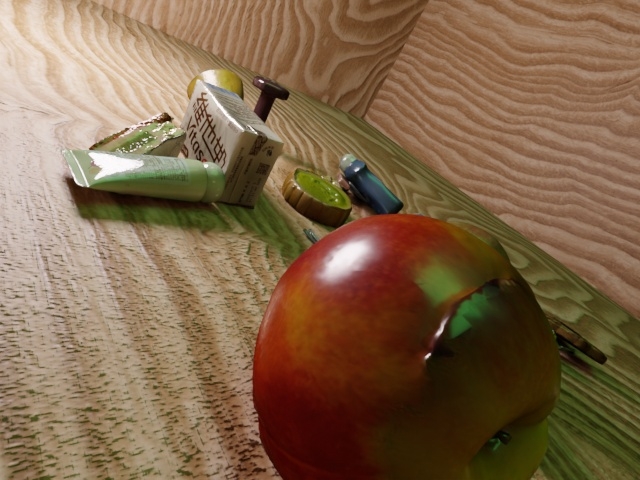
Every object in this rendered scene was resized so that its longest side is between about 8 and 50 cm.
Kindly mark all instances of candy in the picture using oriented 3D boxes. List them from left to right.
[{"bbox_3d":[0.175,-0.204,1.642,0.138,0.071,0.174,35,22,-3],"label":"candy"},{"bbox_3d":[0.695,0.307,1.243,0.262,0.073,0.077,22,1,-34],"label":"candy"}]

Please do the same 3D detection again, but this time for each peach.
[{"bbox_3d":[0.075,0.142,0.502,0.370,0.370,0.370,25,23,-12],"label":"peach"}]

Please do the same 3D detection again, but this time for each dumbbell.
[{"bbox_3d":[-0.213,-0.466,1.517,0.140,0.225,0.124,19,22,-19],"label":"dumbbell"}]

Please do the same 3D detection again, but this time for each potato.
[{"bbox_3d":[-0.362,-0.496,1.502,0.203,0.178,0.158,-1,58,-32],"label":"potato"}]

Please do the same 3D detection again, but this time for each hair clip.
[{"bbox_3d":[0.001,0.000,1.061,0.030,0.039,0.115,9,28,-51],"label":"hair clip"}]

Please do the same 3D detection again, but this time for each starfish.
[{"bbox_3d":[0.038,-0.210,1.541,0.216,0.050,0.223,12,33,-54],"label":"starfish"}]

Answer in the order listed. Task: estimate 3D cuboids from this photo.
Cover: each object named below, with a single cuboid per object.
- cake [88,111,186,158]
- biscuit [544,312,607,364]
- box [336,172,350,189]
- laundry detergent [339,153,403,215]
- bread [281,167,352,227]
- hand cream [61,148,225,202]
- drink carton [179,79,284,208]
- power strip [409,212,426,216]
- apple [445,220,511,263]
[{"bbox_3d":[-0.397,-0.230,0.954,0.086,0.117,0.220,40,23,7],"label":"cake"},{"bbox_3d":[0.750,0.279,1.311,0.290,0.041,0.208,37,5,20],"label":"biscuit"},{"bbox_3d":[0.084,-0.218,1.534,0.048,0.025,0.115,38,15,-12],"label":"box"},{"bbox_3d":[0.167,-0.195,1.490,0.290,0.094,0.143,48,2,9],"label":"laundry detergent"},{"bbox_3d":[-0.010,-0.134,1.280,0.236,0.070,0.236,25,25,-12],"label":"bread"},{"bbox_3d":[-0.341,-0.133,0.854,0.305,0.093,0.147,3,34,-45],"label":"hand cream"},{"bbox_3d":[-0.249,-0.256,1.084,0.132,0.194,0.324,5,34,-43],"label":"drink carton"},{"bbox_3d":[0.394,-0.088,1.721,0.047,0.030,0.191,39,24,21],"label":"power strip"},{"bbox_3d":[0.336,0.079,1.025,0.257,0.257,0.234,42,23,26],"label":"apple"}]
